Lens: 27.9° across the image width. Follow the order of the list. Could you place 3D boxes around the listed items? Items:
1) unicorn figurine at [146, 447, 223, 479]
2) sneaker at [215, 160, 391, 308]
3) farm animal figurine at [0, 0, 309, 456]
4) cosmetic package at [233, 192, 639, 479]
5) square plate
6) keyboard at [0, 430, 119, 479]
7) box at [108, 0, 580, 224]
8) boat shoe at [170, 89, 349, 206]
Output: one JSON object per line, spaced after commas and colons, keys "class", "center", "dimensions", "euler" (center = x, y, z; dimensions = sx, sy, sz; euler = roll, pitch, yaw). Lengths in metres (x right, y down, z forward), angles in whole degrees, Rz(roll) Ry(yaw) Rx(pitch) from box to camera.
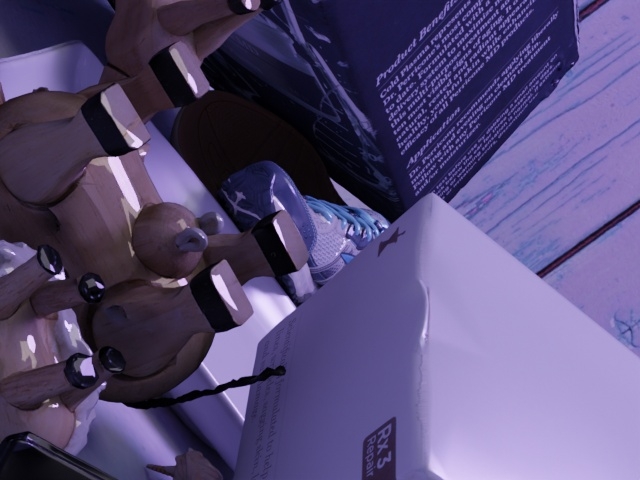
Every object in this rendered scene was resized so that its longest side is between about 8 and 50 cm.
{"class": "unicorn figurine", "center": [-0.044, 0.167, 0.650], "dimensions": [0.111, 0.060, 0.162], "euler": [48, 12, -8]}
{"class": "sneaker", "center": [0.000, 0.000, 1.175], "dimensions": [0.110, 0.122, 0.283], "euler": [43, -11, 33]}
{"class": "farm animal figurine", "center": [-0.135, -0.057, 0.669], "dimensions": [0.330, 0.172, 0.326], "euler": [-15, 83, -58]}
{"class": "cosmetic package", "center": [0.143, 0.180, 0.680], "dimensions": [0.385, 0.156, 0.217], "euler": [37, 30, -16]}
{"class": "square plate", "center": [-0.114, 0.012, 0.932], "dimensions": [0.347, 0.049, 0.344], "euler": [52, 8, -8]}
{"class": "keyboard", "center": [-0.068, 0.163, 0.517], "dimensions": [0.192, 0.100, 0.038], "euler": [35, -30, -16]}
{"class": "box", "center": [-0.027, -0.317, 1.230], "dimensions": [0.480, 0.297, 0.472], "euler": [38, -11, 24]}
{"class": "boat shoe", "center": [-0.040, -0.021, 1.308], "dimensions": [0.341, 0.121, 0.110], "euler": [44, -22, -31]}
